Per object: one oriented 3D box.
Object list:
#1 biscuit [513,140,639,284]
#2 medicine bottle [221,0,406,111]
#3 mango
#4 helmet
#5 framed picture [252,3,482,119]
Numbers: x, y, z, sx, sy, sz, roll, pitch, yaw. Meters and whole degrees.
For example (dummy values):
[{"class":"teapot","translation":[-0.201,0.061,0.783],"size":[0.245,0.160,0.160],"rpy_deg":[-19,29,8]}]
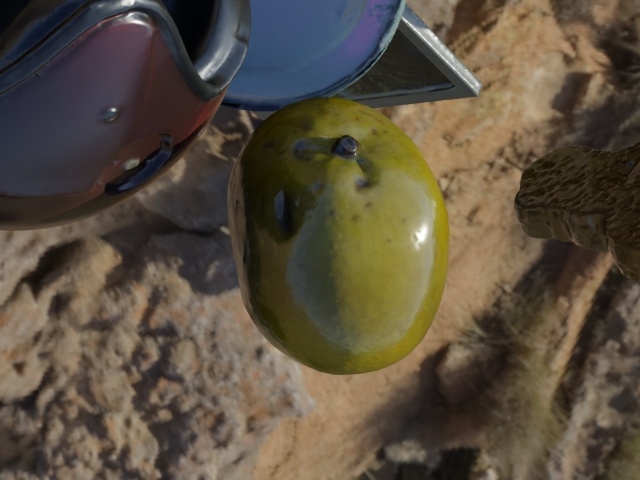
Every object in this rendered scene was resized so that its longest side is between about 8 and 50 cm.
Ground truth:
[{"class":"biscuit","translation":[0.245,-0.032,0.735],"size":[0.183,0.320,0.047],"rpy_deg":[-43,115,-33]},{"class":"medicine bottle","translation":[-0.030,-0.278,0.901],"size":[0.245,0.290,0.245],"rpy_deg":[8,132,8]},{"class":"mango","translation":[0.000,0.000,0.598],"size":[0.098,0.195,0.137],"rpy_deg":[-10,86,-15]},{"class":"helmet","translation":[-0.141,-0.101,0.550],"size":[0.216,0.189,0.193],"rpy_deg":[-22,154,-33]},{"class":"framed picture","translation":[-0.026,-0.203,1.202],"size":[0.240,0.324,0.020],"rpy_deg":[38,64,-40]}]
